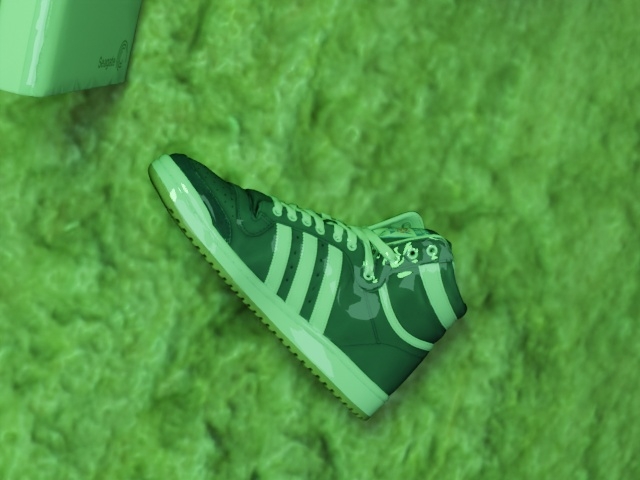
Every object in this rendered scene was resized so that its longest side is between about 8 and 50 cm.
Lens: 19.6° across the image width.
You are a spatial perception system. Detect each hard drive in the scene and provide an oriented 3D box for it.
[{"bbox_3d":[-0.150,-0.282,1.313,0.047,0.233,0.353,15,100,7],"label":"hard drive"}]

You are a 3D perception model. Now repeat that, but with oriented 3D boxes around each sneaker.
[{"bbox_3d":[0.000,0.000,1.469,0.153,0.099,0.282,-41,113,2],"label":"sneaker"}]
